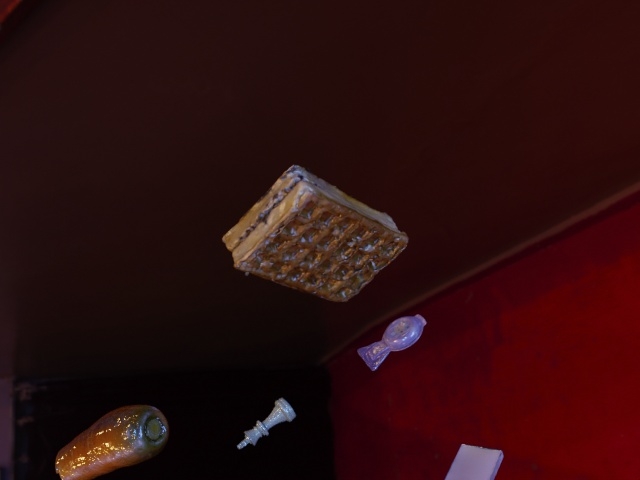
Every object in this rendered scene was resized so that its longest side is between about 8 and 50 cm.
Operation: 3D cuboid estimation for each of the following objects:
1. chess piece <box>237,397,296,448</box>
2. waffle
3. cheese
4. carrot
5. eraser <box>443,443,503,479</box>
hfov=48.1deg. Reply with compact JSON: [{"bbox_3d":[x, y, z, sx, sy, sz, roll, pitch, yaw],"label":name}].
[{"bbox_3d":[-0.130,0.426,1.643,0.059,0.149,0.059,48,162,21],"label":"chess piece"},{"bbox_3d":[0.001,0.001,1.347,0.213,0.308,0.091,-44,49,21],"label":"waffle"},{"bbox_3d":[0.191,0.257,1.857,0.042,0.191,0.105,55,174,-34],"label":"cheese"},{"bbox_3d":[-0.302,0.292,1.035,0.194,0.087,0.087,-25,61,30],"label":"carrot"},{"bbox_3d":[0.349,0.534,1.647,0.104,0.150,0.023,0,120,34],"label":"eraser"}]
